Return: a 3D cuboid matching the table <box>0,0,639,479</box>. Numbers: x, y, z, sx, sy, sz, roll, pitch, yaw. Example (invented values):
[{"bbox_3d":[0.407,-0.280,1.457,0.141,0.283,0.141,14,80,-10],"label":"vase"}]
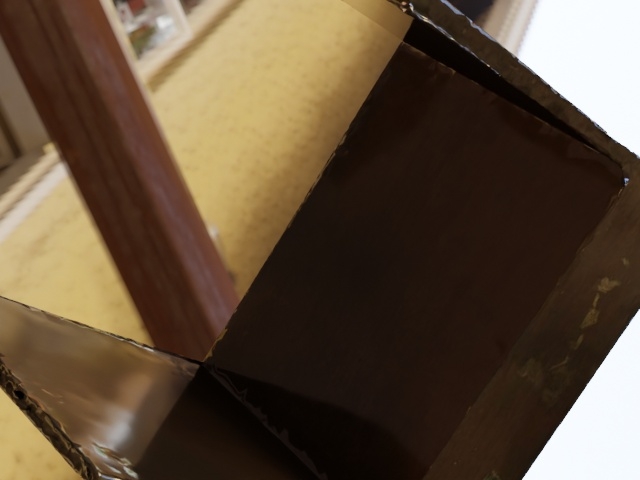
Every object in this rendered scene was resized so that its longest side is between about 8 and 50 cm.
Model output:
[{"bbox_3d":[0.000,0.000,0.710,0.196,0.282,0.250,40,-80,41],"label":"table"}]
